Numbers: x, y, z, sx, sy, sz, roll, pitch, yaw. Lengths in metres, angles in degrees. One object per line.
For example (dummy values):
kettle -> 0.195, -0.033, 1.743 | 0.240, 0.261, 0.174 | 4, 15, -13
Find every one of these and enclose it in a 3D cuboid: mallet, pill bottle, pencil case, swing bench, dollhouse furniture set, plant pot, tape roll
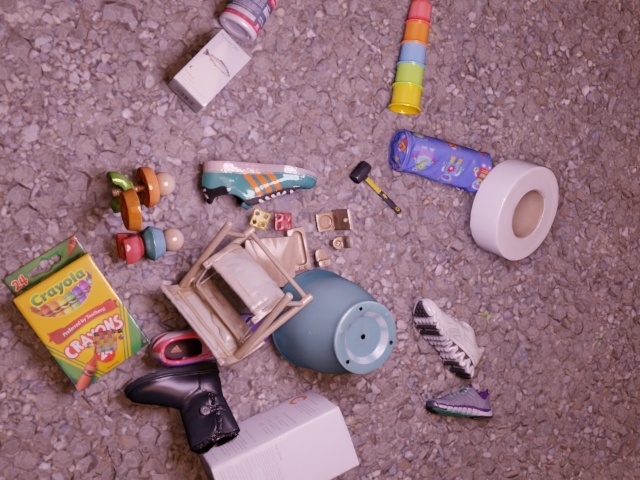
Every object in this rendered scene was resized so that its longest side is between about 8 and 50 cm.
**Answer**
mallet -> 0.167, -0.150, 2.001 | 0.190, 0.039, 0.062 | 36, 76, -22
pill bottle -> -0.173, -0.615, 1.826 | 0.108, 0.108, 0.180 | 32, 80, -18
pencil case -> 0.342, -0.221, 2.020 | 0.306, 0.119, 0.133 | 13, 117, -21
swing bench -> -0.206, 0.131, 1.731 | 0.255, 0.165, 0.253 | -44, 74, 10
dollhouse furniture set -> 0.000, 0.000, 1.889 | 0.151, 0.123, 0.144 | -12, 94, -20
plant pot -> 0.051, 0.223, 1.816 | 0.272, 0.255, 0.271 | -4, 97, -31
tape roll -> 0.565, -0.090, 2.054 | 0.286, 0.100, 0.286 | -17, 119, -35

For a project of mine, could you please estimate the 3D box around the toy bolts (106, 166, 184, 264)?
toy bolts -> -0.404, -0.053, 1.710 | 0.159, 0.218, 0.228 | -12, 113, -26

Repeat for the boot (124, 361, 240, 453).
boot -> -0.336, 0.419, 1.735 | 0.247, 0.094, 0.207 | -8, 58, -25

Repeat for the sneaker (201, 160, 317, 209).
sneaker -> -0.158, -0.138, 1.843 | 0.302, 0.108, 0.121 | 2, 91, -13

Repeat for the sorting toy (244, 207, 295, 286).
sorting toy -> -0.138, 0.048, 1.875 | 0.132, 0.046, 0.274 | -5, 97, -21

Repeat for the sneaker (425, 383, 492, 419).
sneaker -> 0.404, 0.466, 2.085 | 0.224, 0.083, 0.098 | 15, 65, -25

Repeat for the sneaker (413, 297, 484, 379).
sneaker -> 0.372, 0.265, 2.051 | 0.118, 0.110, 0.292 | -46, 113, -22

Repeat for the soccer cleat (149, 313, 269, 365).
soccer cleat -> -0.267, 0.258, 1.795 | 0.318, 0.116, 0.108 | -9, 94, -20

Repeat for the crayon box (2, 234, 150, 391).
crayon box -> -0.582, 0.172, 1.695 | 0.202, 0.081, 0.318 | -36, 102, -16

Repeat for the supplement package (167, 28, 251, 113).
supplement package -> -0.281, -0.425, 1.788 | 0.105, 0.105, 0.179 | 44, 76, -15

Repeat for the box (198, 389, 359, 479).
box -> -0.114, 0.543, 1.805 | 0.345, 0.215, 0.168 | -22, 98, -19

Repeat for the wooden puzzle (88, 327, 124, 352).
wooden puzzle -> -0.506, 0.237, 1.677 | 0.083, 0.006, 0.049 | -8, 93, -21

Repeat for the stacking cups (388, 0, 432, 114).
stacking cups -> 0.256, -0.520, 1.997 | 0.096, 0.096, 0.316 | 9, 87, -20
